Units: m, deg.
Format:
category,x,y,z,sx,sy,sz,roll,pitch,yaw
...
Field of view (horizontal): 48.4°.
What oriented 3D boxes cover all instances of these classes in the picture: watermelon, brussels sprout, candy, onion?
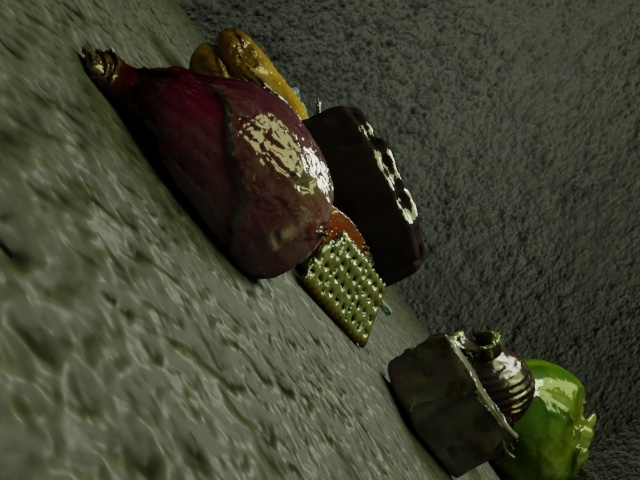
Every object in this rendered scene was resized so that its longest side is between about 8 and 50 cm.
category,x,y,z,sx,sy,sz,roll,pitch,yaw
watermelon,0.004,0.001,1.191,0.245,0.119,0.063,47,-4,-35
brussels sprout,0.580,0.520,2.001,0.276,0.315,0.371,140,-49,-71
candy,0.221,0.278,1.201,0.185,0.137,0.195,51,7,-27
onion,-0.107,-0.126,0.848,0.348,0.159,0.267,51,3,-32

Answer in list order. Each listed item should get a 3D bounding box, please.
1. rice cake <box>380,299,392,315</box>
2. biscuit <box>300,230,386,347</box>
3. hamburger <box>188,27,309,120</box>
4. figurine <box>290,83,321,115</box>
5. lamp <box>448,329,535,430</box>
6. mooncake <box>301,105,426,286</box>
category,x,y,z,sx,sy,sz,roll,pitch,yaw
rice cake,0.169,0.169,2.075,0.121,0.022,0.022,53,15,-10
biscuit,0.045,0.071,1.178,0.203,0.016,0.144,52,49,-36
hamburger,-0.152,-0.308,1.540,0.289,0.170,0.314,52,6,18
figurine,-0.010,-0.203,1.854,0.388,0.248,0.277,56,-19,1
lamp,0.338,0.309,1.532,0.247,0.247,0.247,53,5,-7
mooncake,0.069,-0.072,1.456,0.381,0.212,0.350,72,-7,-66
